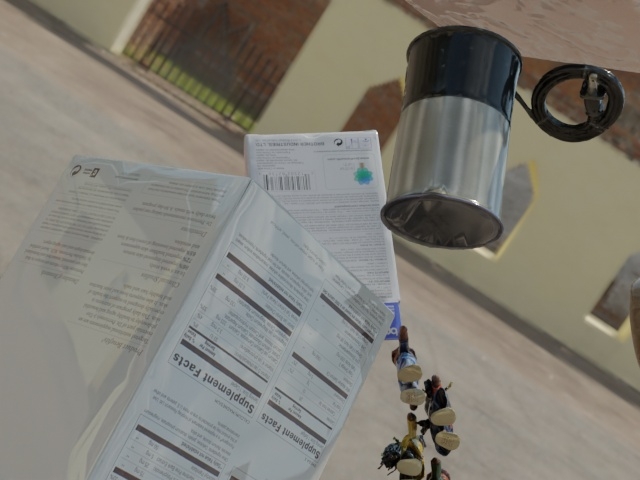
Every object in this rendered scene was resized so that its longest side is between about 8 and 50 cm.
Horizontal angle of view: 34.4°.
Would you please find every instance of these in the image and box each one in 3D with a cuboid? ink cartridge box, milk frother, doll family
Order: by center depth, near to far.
[{"bbox_3d":[0.128,-0.064,0.718,0.143,0.134,0.129,-3,-26,31],"label":"milk frother"},{"bbox_3d":[0.096,0.179,0.991,0.076,0.193,0.111,6,8,5],"label":"doll family"},{"bbox_3d":[0.000,0.000,1.365,0.186,0.311,0.065,-2,-29,-8],"label":"ink cartridge box"}]

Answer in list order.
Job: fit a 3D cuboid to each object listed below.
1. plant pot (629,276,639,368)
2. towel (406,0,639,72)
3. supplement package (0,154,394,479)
[{"bbox_3d":[0.551,0.108,1.411,0.229,0.263,0.263,-9,-13,26],"label":"plant pot"},{"bbox_3d":[0.133,-0.243,0.862,0.332,0.053,0.317,29,-4,-41],"label":"towel"},{"bbox_3d":[-0.119,0.106,0.744,0.199,0.262,0.198,10,-24,42],"label":"supplement package"}]
